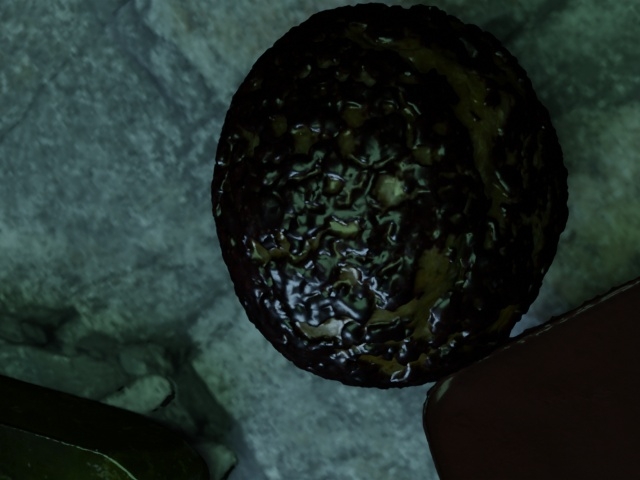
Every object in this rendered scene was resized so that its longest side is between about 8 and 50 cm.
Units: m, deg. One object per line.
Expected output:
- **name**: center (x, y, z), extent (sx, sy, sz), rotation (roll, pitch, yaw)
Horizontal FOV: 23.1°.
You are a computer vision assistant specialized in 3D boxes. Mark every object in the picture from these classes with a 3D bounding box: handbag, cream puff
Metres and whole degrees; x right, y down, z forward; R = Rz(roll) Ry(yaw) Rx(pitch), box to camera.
- **handbag**: center (0.218, 0.144, 0.929), extent (0.275, 0.084, 0.260), rotation (-31, 54, 14)
- **cream puff**: center (0.050, -0.027, 0.929), extent (0.165, 0.239, 0.239), rotation (-4, 102, 41)

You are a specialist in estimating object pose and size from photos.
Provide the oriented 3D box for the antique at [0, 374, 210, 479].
- **antique**: center (-0.188, 0.159, 1.126), extent (0.221, 0.081, 0.080), rotation (12, 107, 13)
